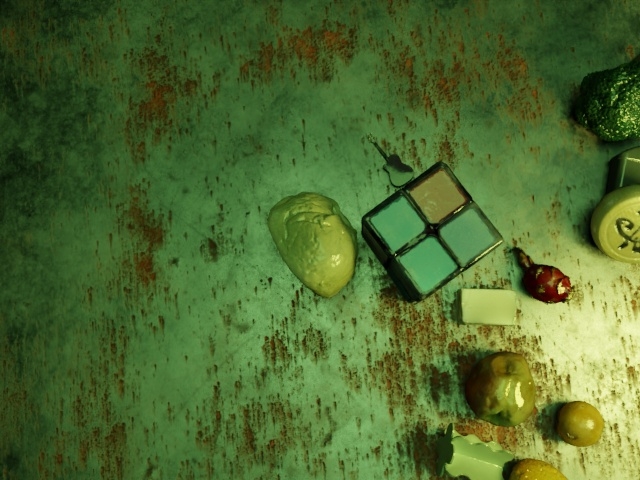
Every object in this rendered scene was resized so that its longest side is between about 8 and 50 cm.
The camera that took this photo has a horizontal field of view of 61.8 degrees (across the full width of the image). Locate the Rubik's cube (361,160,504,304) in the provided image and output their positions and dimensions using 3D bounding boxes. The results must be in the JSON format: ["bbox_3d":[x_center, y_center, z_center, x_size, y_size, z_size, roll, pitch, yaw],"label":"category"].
[{"bbox_3d":[0.334,-0.009,1.693,0.316,0.313,0.318,-36,81,-2],"label":"Rubik's cube"}]

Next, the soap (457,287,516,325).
[{"bbox_3d":[0.548,0.221,1.765,0.183,0.064,0.122,2,80,4],"label":"soap"}]

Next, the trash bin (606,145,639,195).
[{"bbox_3d":[1.057,-0.195,1.778,0.176,0.101,0.237,13,84,5],"label":"trash bin"}]

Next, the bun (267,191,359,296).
[{"bbox_3d":[0.000,0.000,1.710,0.227,0.352,0.349,-33,106,9],"label":"bun"}]

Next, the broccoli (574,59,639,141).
[{"bbox_3d":[1.007,-0.478,1.759,0.297,0.298,0.297,28,63,8],"label":"broccoli"}]

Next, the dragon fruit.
[{"bbox_3d":[0.715,0.111,1.750,0.125,0.125,0.246,-40,65,10],"label":"dragon fruit"}]

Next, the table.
[{"bbox_3d":[0.477,0.676,1.657,0.198,0.166,0.167,18,82,-1],"label":"table"}]

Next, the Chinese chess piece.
[{"bbox_3d":[0.999,-0.051,1.694,0.257,0.104,0.258,6,117,12],"label":"Chinese chess piece"}]

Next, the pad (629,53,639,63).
[{"bbox_3d":[1.223,-0.547,1.869,0.202,0.005,0.300,-42,80,-3],"label":"pad"}]

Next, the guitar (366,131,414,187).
[{"bbox_3d":[0.237,-0.293,1.894,0.088,0.025,0.233,-36,80,-1],"label":"guitar"}]

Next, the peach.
[{"bbox_3d":[0.572,0.455,1.667,0.214,0.214,0.236,27,66,8],"label":"peach"}]

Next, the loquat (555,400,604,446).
[{"bbox_3d":[0.802,0.569,1.653,0.141,0.141,0.141,-1,81,4],"label":"loquat"}]

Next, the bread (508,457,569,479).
[{"bbox_3d":[0.667,0.775,1.605,0.239,0.240,0.139,34,127,9],"label":"bread"}]
